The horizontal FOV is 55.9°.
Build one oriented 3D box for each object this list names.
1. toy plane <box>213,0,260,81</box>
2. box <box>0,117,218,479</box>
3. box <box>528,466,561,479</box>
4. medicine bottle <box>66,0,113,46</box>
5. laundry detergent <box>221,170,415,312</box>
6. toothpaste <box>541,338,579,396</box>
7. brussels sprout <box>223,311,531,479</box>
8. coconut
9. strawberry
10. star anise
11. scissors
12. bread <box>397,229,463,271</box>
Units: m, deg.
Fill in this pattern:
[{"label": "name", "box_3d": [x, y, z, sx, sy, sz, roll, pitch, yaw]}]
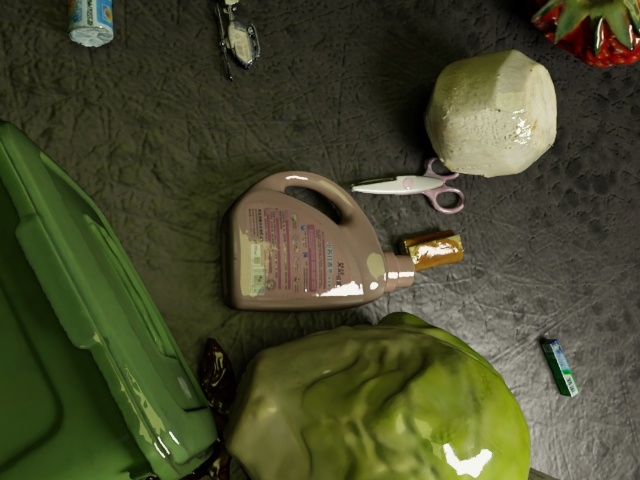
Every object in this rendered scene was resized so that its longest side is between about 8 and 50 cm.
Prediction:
[{"label": "toy plane", "box_3d": [-0.107, -0.261, 0.757, 0.049, 0.031, 0.121, -12, 90, -11]}, {"label": "box", "box_3d": [-0.242, 0.088, 0.534, 0.177, 0.253, 0.329, -31, 79, -11]}, {"label": "box", "box_3d": [0.201, 0.329, 0.711, 0.099, 0.182, 0.133, 7, 84, -19]}, {"label": "medicine bottle", "box_3d": [-0.269, -0.326, 0.698, 0.051, 0.051, 0.191, -2, 83, -19]}, {"label": "laundry detergent", "box_3d": [0.000, 0.000, 0.736, 0.236, 0.076, 0.171, -2, 84, -19]}, {"label": "toothpaste", "box_3d": [0.341, 0.181, 0.860, 0.017, 0.020, 0.083, -24, 91, -24]}, {"label": "brussels sprout", "box_3d": [0.068, 0.201, 0.625, 0.316, 0.274, 0.243, 0, 125, -27]}, {"label": "coconut", "box_3d": [0.214, -0.160, 0.791, 0.161, 0.162, 0.161, 4, 85, -48]}, {"label": "strawberry", "box_3d": [0.436, -0.393, 0.858, 0.239, 0.250, 0.288, 49, 46, -1]}, {"label": "star anise", "box_3d": [-0.129, 0.218, 0.676, 0.156, 0.053, 0.213, -8, 86, -23]}, {"label": "scissors", "box_3d": [0.119, -0.074, 0.814, 0.176, 0.022, 0.086, -5, 84, -22]}, {"label": "bread", "box_3d": [0.148, 0.014, 0.807, 0.083, 0.036, 0.047, -12, 91, -18]}]
